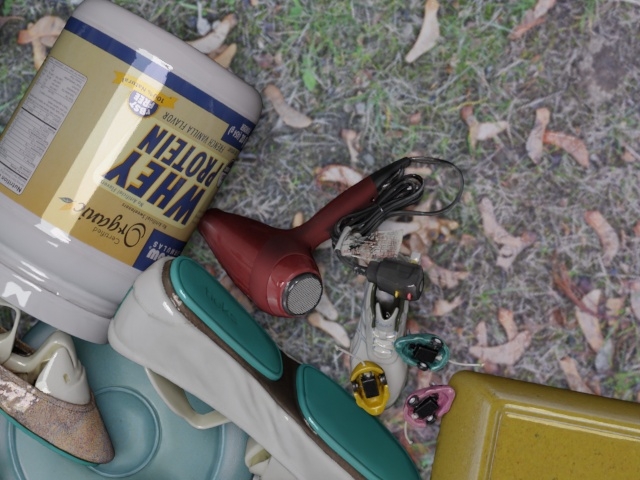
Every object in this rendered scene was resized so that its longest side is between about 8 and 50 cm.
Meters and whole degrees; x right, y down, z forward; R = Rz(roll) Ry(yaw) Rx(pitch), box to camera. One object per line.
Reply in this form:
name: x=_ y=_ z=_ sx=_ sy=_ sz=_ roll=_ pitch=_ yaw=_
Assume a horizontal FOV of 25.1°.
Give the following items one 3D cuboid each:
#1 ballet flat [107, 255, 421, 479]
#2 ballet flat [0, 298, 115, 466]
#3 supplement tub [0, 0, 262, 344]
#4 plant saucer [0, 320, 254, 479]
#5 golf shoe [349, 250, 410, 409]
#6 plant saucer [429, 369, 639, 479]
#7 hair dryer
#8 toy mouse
ballet flat: x=-0.063 y=0.174 z=1.516 sx=0.139 sy=0.139 sz=0.400 roll=-45 pitch=112 yaw=5
ballet flat: x=-0.327 y=0.123 z=1.517 sx=0.316 sy=0.107 sz=0.106 roll=35 pitch=102 yaw=-17
supplement tub: x=-0.228 y=-0.072 z=1.524 sx=0.228 sy=0.228 sz=0.316 roll=30 pitch=91 yaw=7
plant saucer: x=-0.226 y=0.214 z=1.617 sx=0.317 sy=0.043 sz=0.318 roll=0 pitch=89 yaw=8
golf shoe: x=0.064 y=0.099 z=1.558 sx=0.069 sy=0.086 sz=0.176 roll=4 pitch=91 yaw=6
plant saucer: x=0.268 y=0.301 z=1.465 sx=0.332 sy=0.081 sz=0.333 roll=10 pitch=66 yaw=8
hair dryer: x=0.000 y=0.000 z=1.555 sx=0.293 sy=0.224 sz=0.080 roll=1 pitch=127 yaw=18
toy mouse: x=0.105 y=0.144 z=1.532 sx=0.143 sy=0.031 sz=0.161 roll=-19 pitch=120 yaw=4
